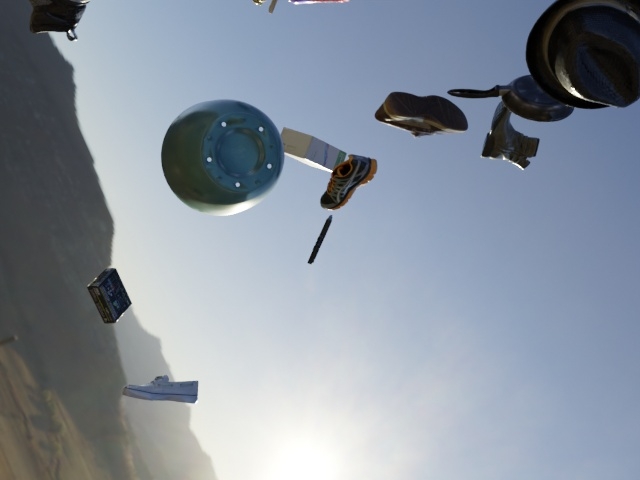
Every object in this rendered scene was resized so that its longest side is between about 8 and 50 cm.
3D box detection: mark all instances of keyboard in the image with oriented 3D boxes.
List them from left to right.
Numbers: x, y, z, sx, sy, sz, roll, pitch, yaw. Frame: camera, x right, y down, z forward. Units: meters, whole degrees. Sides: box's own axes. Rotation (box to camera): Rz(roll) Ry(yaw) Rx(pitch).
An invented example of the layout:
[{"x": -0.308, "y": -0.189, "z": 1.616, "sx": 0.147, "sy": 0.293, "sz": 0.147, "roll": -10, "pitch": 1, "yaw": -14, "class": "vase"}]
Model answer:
[{"x": 0.000, "y": 0.000, "z": 2.311, "sx": 0.108, "sy": 0.023, "sz": 0.180, "roll": -54, "pitch": 168, "yaw": -72, "class": "keyboard"}]

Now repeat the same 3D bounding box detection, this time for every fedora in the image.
[{"x": 0.642, "y": -0.410, "z": 1.504, "sx": 0.152, "sy": 0.334, "sz": 0.334, "roll": -80, "pitch": 168, "yaw": -46, "class": "fedora"}]

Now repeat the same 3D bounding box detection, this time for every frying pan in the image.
[{"x": 0.539, "y": -0.418, "z": 1.805, "sx": 0.326, "sy": 0.197, "sz": 0.053, "roll": 26, "pitch": -37, "yaw": 20, "class": "frying pan"}]

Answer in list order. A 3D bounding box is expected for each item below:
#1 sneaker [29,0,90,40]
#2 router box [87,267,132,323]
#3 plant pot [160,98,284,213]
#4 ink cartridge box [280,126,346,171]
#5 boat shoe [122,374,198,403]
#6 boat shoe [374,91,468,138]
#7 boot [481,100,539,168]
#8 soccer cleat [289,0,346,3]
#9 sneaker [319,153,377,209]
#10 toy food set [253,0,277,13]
[{"x": -0.626, "y": -0.545, "z": 1.432, "sx": 0.269, "sy": 0.101, "sz": 0.153, "roll": 33, "pitch": -56, "yaw": 8, "class": "sneaker"}, {"x": -0.566, "y": 0.149, "z": 1.766, "sx": 0.092, "sy": 0.038, "sz": 0.122, "roll": -61, "pitch": 140, "yaw": -56, "class": "router box"}, {"x": -0.218, "y": -0.201, "z": 1.564, "sx": 0.235, "sy": 0.293, "sz": 0.293, "roll": 12, "pitch": -55, "yaw": 69, "class": "plant pot"}, {"x": -0.032, "y": -0.321, "z": 2.361, "sx": 0.154, "sy": 0.212, "sz": 0.093, "roll": 23, "pitch": -85, "yaw": 39, "class": "ink cartridge box"}, {"x": -0.468, "y": 0.433, "z": 1.934, "sx": 0.083, "sy": 0.226, "sz": 0.075, "roll": -7, "pitch": -108, "yaw": 55, "class": "boat shoe"}, {"x": 0.336, "y": -0.408, "z": 2.196, "sx": 0.123, "sy": 0.342, "sz": 0.123, "roll": -37, "pitch": -124, "yaw": 54, "class": "boat shoe"}, {"x": 0.601, "y": -0.327, "z": 2.022, "sx": 0.161, "sy": 0.083, "sz": 0.246, "roll": 14, "pitch": -31, "yaw": 7, "class": "boot"}, {"x": 0.043, "y": -0.882, "z": 2.300, "sx": 0.108, "sy": 0.318, "sz": 0.116, "roll": 122, "pitch": -55, "yaw": -78, "class": "soccer cleat"}, {"x": 0.058, "y": -0.161, "z": 1.757, "sx": 0.215, "sy": 0.083, "sz": 0.084, "roll": -44, "pitch": -141, "yaw": 37, "class": "sneaker"}, {"x": -0.223, "y": -0.939, "z": 2.408, "sx": 0.039, "sy": 0.132, "sz": 0.192, "roll": 16, "pitch": -12, "yaw": 35, "class": "toy food set"}]
